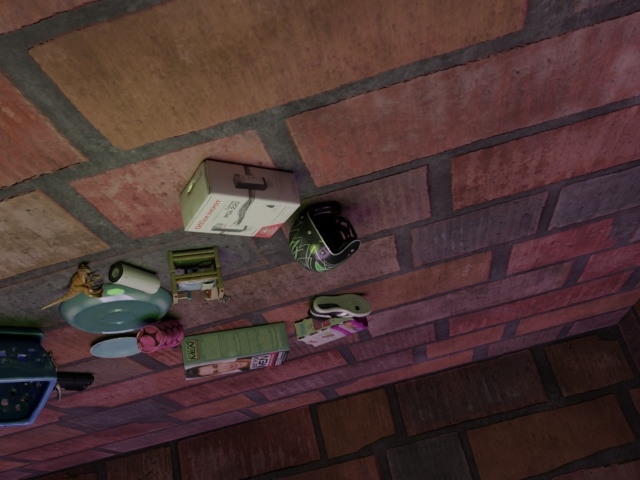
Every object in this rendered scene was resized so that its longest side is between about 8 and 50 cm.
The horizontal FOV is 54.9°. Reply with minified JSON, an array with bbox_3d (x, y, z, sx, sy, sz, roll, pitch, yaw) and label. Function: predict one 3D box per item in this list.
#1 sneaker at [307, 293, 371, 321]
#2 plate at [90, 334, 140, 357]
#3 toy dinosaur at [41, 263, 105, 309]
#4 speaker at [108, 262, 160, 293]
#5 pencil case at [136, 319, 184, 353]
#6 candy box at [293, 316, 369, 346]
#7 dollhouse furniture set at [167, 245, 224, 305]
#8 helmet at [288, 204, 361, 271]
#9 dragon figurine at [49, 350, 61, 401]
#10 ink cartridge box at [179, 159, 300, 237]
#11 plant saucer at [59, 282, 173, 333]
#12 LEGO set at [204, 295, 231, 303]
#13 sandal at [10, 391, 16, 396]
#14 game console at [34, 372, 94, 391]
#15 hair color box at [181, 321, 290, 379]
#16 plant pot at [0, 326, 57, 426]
[{"bbox_3d":[0.059,0.240,2.146,0.217,0.079,0.121,7,151,-21],"label":"sneaker"},{"bbox_3d":[-0.672,0.351,2.062,0.188,0.024,0.188,-11,153,-6],"label":"plate"},{"bbox_3d":[-0.626,0.120,1.600,0.112,0.064,0.211,25,128,-27],"label":"toy dinosaur"},{"bbox_3d":[-0.486,0.100,1.616,0.055,0.055,0.136,-25,152,22],"label":"speaker"},{"bbox_3d":[-0.494,0.299,1.895,0.098,0.095,0.209,-28,171,4],"label":"pencil case"},{"bbox_3d":[0.041,0.314,2.280,0.233,0.071,0.159,-23,153,17],"label":"candy box"},{"bbox_3d":[-0.333,0.120,1.643,0.129,0.129,0.183,-6,153,-15],"label":"dollhouse furniture set"},{"bbox_3d":[0.000,0.000,1.530,0.161,0.169,0.169,-21,158,-24],"label":"helmet"},{"bbox_3d":[-0.942,0.441,2.016,0.144,0.085,0.289,-8,143,-13],"label":"dragon figurine"},{"bbox_3d":[-0.178,-0.086,1.351,0.218,0.092,0.158,6,148,-32],"label":"ink cartridge box"},{"bbox_3d":[-0.590,0.207,1.794,0.317,0.043,0.317,-11,153,-6],"label":"plant saucer"},{"bbox_3d":[-0.316,0.184,1.899,0.083,0.023,0.054,-10,154,-8],"label":"LEGO set"},{"bbox_3d":[-1.047,0.512,2.088,0.067,0.040,0.179,4,149,-30],"label":"sandal"},{"bbox_3d":[-0.999,0.505,2.191,0.213,0.044,0.361,-32,147,34],"label":"game console"},{"bbox_3d":[-0.311,0.404,2.241,0.374,0.113,0.185,-6,153,-13],"label":"hair color box"},{"bbox_3d":[-0.910,0.377,1.745,0.236,0.212,0.236,10,129,-40],"label":"plant pot"}]
